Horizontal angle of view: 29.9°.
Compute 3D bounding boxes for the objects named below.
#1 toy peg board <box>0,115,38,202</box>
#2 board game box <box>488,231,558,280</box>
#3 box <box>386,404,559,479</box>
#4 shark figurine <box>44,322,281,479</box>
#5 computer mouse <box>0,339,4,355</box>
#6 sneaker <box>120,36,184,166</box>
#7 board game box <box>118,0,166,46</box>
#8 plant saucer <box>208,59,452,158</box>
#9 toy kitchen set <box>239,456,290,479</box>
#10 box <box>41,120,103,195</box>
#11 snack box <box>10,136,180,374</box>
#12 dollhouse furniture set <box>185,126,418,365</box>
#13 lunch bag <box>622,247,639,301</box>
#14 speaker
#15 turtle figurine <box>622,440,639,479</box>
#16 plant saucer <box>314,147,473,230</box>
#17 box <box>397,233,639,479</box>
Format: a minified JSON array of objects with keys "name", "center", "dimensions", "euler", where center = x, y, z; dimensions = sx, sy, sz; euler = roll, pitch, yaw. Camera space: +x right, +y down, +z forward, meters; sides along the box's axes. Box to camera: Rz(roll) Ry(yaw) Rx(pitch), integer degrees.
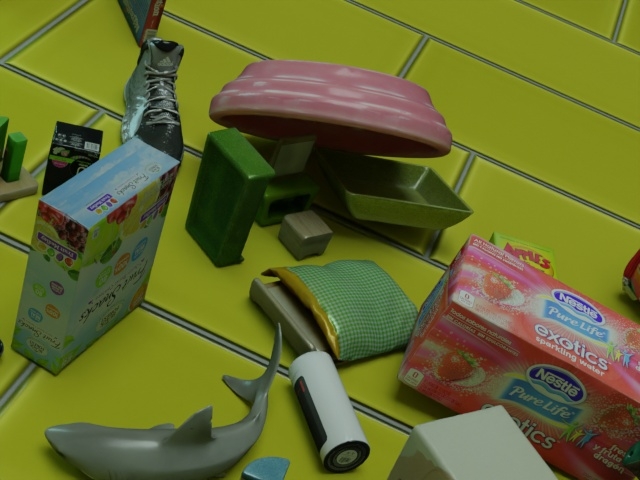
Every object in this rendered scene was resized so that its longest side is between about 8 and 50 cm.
[{"name":"toy peg board","center":[-0.451,-0.118,1.470],"dimensions":[0.161,0.079,0.161],"euler":[-19,51,-42]},{"name":"board game box","center":[0.275,0.068,1.632],"dimensions":[0.092,0.043,0.181],"euler":[16,36,-7]},{"name":"box","center":[0.193,0.326,1.168],"dimensions":[0.121,0.148,0.311],"euler":[-7,43,-33]},{"name":"shark figurine","center":[-0.115,0.188,1.219],"dimensions":[0.278,0.116,0.166],"euler":[-18,53,-39]},{"name":"computer mouse","center":[-0.428,0.052,1.293],"dimensions":[0.242,0.041,0.071],"euler":[35,37,17]},{"name":"sneaker","center":[-0.226,-0.206,1.654],"dimensions":[0.086,0.132,0.228],"euler":[5,38,-22]},{"name":"board game box","center":[-0.298,-0.445,1.920],"dimensions":[0.027,0.145,0.281],"euler":[2,40,-29]},{"name":"plant saucer","center":[0.017,-0.179,1.631],"dimensions":[0.332,0.084,0.332],"euler":[9,-2,0]},{"name":"toy kitchen set","center":[-0.016,0.294,1.119],"dimensions":[0.166,0.122,0.207],"euler":[22,36,1]},{"name":"box","center":[-0.312,-0.098,1.511],"dimensions":[0.062,0.083,0.052],"euler":[12,38,-14]},{"name":"snack box","center":[-0.242,0.015,1.293],"dimensions":[0.070,0.207,0.174],"euler":[30,37,12]},{"name":"dollhouse furniture set","center":[0.000,0.000,1.486],"dimensions":[0.198,0.151,0.301],"euler":[-13,48,-38]},{"name":"lunch bag","center":[0.559,-0.003,1.662],"dimensions":[0.258,0.293,0.120],"euler":[-5,48,-33]},{"name":"speaker","center":[0.009,0.188,1.329],"dimensions":[0.055,0.055,0.136],"euler":[2,40,-25]},{"name":"turtle figurine","center":[0.426,0.325,1.311],"dimensions":[0.234,0.118,0.175],"euler":[34,38,-6]},{"name":"plant saucer","center":[0.095,-0.067,1.683],"dimensions":[0.188,0.045,0.188],"euler":[9,21,-18]},{"name":"box","center":[0.263,0.145,1.415],"dimensions":[0.300,0.142,0.154],"euler":[29,35,-1]}]
